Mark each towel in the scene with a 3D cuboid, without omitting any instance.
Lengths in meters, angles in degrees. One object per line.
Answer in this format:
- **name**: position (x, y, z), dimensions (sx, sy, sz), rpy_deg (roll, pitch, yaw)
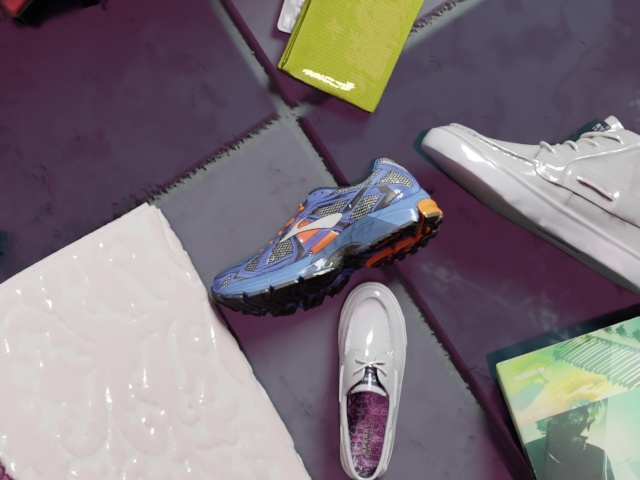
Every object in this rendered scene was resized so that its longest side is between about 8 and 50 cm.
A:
- **towel**: position (-0.163, 0.163, 1.632), dimensions (0.053, 0.317, 0.332), rpy_deg (-26, 94, 40)
- **towel**: position (0.053, -0.243, 1.729), dimensions (0.102, 0.021, 0.237), rpy_deg (24, 91, -10)

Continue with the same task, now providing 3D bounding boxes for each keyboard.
- **keyboard**: position (0.031, -0.305, 1.737), dimensions (0.072, 0.014, 0.256), rpy_deg (17, 92, -2)

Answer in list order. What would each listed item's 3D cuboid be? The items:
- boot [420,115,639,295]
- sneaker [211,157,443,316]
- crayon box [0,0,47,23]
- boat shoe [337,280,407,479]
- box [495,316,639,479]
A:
- **boot**: position (0.224, -0.064, 1.721), dimensions (0.258, 0.095, 0.123), rpy_deg (32, 85, -11)
- **sneaker**: position (0.000, 0.000, 1.723), dimensions (0.221, 0.083, 0.087), rpy_deg (-25, 65, 4)
- **crayon box**: position (-0.322, -0.373, 1.693), dimensions (0.318, 0.081, 0.202), rpy_deg (41, 91, -2)
- **boat shoe**: position (0.043, 0.130, 1.729), dimensions (0.066, 0.063, 0.184), rpy_deg (9, 92, -2)
- **box**: position (0.314, 0.222, 1.680), dimensions (0.232, 0.058, 0.322), rpy_deg (-19, 66, -1)
